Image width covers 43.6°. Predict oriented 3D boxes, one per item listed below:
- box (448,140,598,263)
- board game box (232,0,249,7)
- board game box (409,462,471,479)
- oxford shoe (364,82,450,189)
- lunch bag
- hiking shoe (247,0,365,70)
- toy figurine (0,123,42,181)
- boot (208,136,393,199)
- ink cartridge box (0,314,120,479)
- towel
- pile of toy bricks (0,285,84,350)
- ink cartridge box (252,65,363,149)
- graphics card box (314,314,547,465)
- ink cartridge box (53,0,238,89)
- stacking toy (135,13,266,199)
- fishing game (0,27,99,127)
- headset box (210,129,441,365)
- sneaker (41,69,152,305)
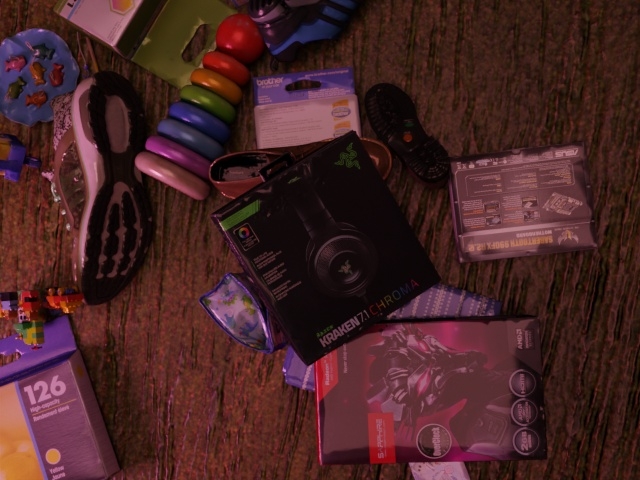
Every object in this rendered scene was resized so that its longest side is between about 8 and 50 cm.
[{"bbox_3d":[0.338,-0.063,1.351,0.231,0.056,0.183,-7,88,8],"label":"box"},{"bbox_3d":[-0.095,-0.466,1.397,0.154,0.103,0.026,-25,85,6],"label":"board game box"},{"bbox_3d":[0.209,0.406,1.376,0.090,0.020,0.090,-20,86,7],"label":"board game box"},{"bbox_3d":[0.144,-0.173,1.370,0.083,0.096,0.227,-29,65,2],"label":"oxford shoe"},{"bbox_3d":[-0.119,0.129,1.374,0.096,0.129,0.151,-41,83,6],"label":"lunch bag"},{"bbox_3d":[0.022,-0.420,1.393,0.304,0.113,0.132,-27,129,-7],"label":"hiking shoe"},{"bbox_3d":[-0.618,-0.134,1.434,0.217,0.362,0.191,2,105,-31],"label":"toy figurine"},{"bbox_3d":[-0.034,-0.114,1.317,0.305,0.115,0.112,-6,86,7],"label":"boot"},{"bbox_3d":[-0.557,0.330,1.457,0.304,0.072,0.307,-21,86,6],"label":"ink cartridge box"},{"bbox_3d":[0.120,0.175,1.392,0.336,0.040,0.243,16,89,6],"label":"towel"},{"bbox_3d":[-0.500,0.138,1.391,0.212,0.118,0.105,-7,89,44],"label":"pile of toy bricks"},{"bbox_3d":[-0.014,-0.137,1.399,0.186,0.065,0.311,-6,90,8],"label":"ink cartridge box"},{"bbox_3d":[0.175,0.244,1.317,0.371,0.094,0.232,-2,86,4],"label":"graphics card box"},{"bbox_3d":[-0.305,-0.410,1.424,0.255,0.097,0.188,31,89,6],"label":"ink cartridge box"},{"bbox_3d":[-0.189,-0.242,1.398,0.141,0.141,0.330,27,88,8],"label":"stacking toy"},{"bbox_3d":[-0.540,-0.305,1.488,0.264,0.041,0.189,-13,84,8],"label":"fishing game"},{"bbox_3d":[0.000,0.000,1.220,0.246,0.131,0.283,-31,97,-8],"label":"headset box"},{"bbox_3d":[-0.417,-0.090,1.438,0.182,0.158,0.410,1,89,34],"label":"sneaker"}]
